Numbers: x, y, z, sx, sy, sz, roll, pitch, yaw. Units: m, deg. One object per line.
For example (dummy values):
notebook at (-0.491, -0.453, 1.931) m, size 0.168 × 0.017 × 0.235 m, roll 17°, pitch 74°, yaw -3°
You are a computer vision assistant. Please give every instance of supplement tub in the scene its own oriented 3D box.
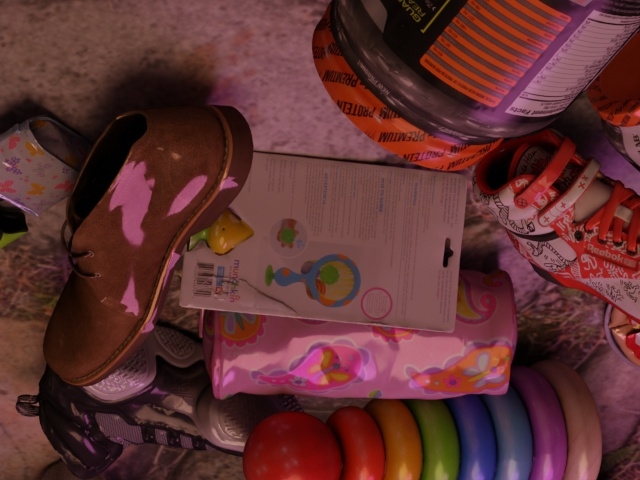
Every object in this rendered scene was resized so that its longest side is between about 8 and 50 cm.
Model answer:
supplement tub at (0.306, -0.090, 1.612) m, size 0.117 × 0.117 × 0.190 m, roll -33°, pitch 131°, yaw 27°
supplement tub at (0.147, -0.216, 1.397) m, size 0.207 × 0.207 × 0.338 m, roll 21°, pitch 132°, yaw -25°

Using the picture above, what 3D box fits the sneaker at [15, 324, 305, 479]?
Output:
sneaker at (-0.149, 0.164, 1.859) m, size 0.268 × 0.101 × 0.153 m, roll 25°, pitch 130°, yaw -21°

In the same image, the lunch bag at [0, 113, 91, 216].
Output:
lunch bag at (-0.237, -0.067, 1.633) m, size 0.071 × 0.053 × 0.083 m, roll -31°, pitch 142°, yaw 25°

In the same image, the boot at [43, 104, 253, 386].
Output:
boot at (-0.178, 0.002, 1.650) m, size 0.115 × 0.112 × 0.305 m, roll 3°, pitch 133°, yaw -39°

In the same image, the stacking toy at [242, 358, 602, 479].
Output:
stacking toy at (0.085, 0.192, 1.825) m, size 0.330 × 0.141 × 0.141 m, roll -4°, pitch 139°, yaw -22°

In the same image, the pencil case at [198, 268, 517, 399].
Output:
pencil case at (0.032, 0.082, 1.776) m, size 0.284 × 0.124 × 0.124 m, roll -1°, pitch 137°, yaw -3°

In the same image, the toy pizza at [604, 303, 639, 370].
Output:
toy pizza at (0.365, 0.072, 1.853) m, size 0.201 × 0.032 × 0.201 m, roll -3°, pitch 137°, yaw -3°

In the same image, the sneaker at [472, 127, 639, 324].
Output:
sneaker at (0.235, -0.011, 1.619) m, size 0.090 × 0.270 × 0.145 m, roll -52°, pitch 126°, yaw -14°

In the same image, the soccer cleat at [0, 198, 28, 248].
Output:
soccer cleat at (-0.304, -0.051, 1.646) m, size 0.072 × 0.060 × 0.179 m, roll -24°, pitch 141°, yaw 6°

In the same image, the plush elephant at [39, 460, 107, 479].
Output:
plush elephant at (-0.220, 0.377, 1.990) m, size 0.272 × 0.255 × 0.330 m, roll -51°, pitch 170°, yaw -7°

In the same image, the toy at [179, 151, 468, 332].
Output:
toy at (0.000, 0.000, 1.704) m, size 0.237 × 0.137 × 0.056 m, roll 6°, pitch 177°, yaw -13°
